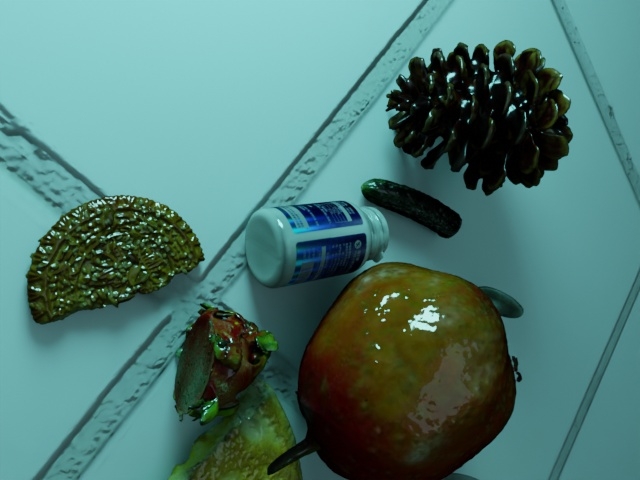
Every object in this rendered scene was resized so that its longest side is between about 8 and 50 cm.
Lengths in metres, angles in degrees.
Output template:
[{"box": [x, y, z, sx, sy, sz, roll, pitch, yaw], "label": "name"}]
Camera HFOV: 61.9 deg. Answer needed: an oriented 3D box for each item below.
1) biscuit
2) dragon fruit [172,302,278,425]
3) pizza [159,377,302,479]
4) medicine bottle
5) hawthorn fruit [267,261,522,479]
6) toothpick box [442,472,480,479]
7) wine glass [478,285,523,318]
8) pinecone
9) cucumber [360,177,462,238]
[{"box": [-0.238, 0.012, 0.617, 0.206, 0.025, 0.125, -24, 107, -34], "label": "biscuit"}, {"box": [-0.117, 0.138, 0.650, 0.175, 0.138, 0.142, -5, 74, -48], "label": "dragon fruit"}, {"box": [-0.149, 0.328, 0.681, 0.288, 0.075, 0.279, -3, 91, -35], "label": "pizza"}, {"box": [0.000, 0.000, 0.743, 0.192, 0.107, 0.106, -8, 98, -36], "label": "medicine bottle"}, {"box": [0.081, 0.199, 0.725, 0.369, 0.285, 0.284, -34, 113, -18], "label": "hawthorn fruit"}, {"box": [0.251, 0.517, 0.971, 0.099, 0.098, 0.148, 5, 90, -37], "label": "toothpick box"}, {"box": [0.187, 0.182, 0.944, 0.264, 0.096, 0.309, 38, 70, -8], "label": "wine glass"}, {"box": [0.236, -0.191, 0.840, 0.292, 0.246, 0.246, 4, 91, -18], "label": "pinecone"}, {"box": [0.150, -0.059, 0.888, 0.215, 0.052, 0.058, 21, 116, -34], "label": "cucumber"}]
